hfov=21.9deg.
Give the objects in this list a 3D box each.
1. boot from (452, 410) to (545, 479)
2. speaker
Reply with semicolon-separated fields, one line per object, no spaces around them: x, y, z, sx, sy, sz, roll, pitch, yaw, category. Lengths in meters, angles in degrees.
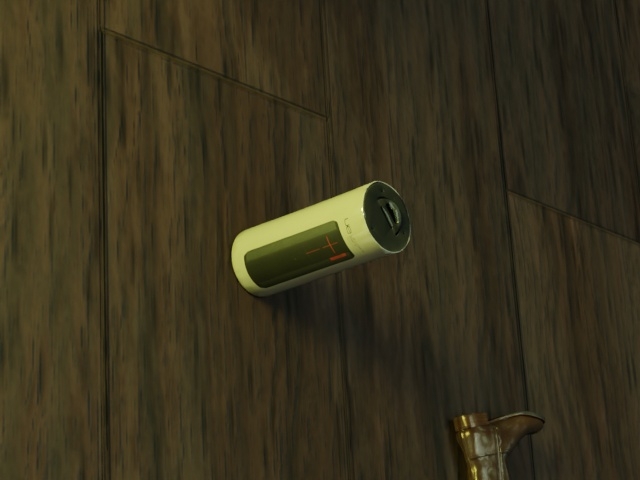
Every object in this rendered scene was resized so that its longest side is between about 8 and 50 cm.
0.160;0.205;1.407;0.106;0.037;0.114;2;69;-36;boot
0.000;0.000;1.226;0.055;0.136;0.055;23;58;-43;speaker
